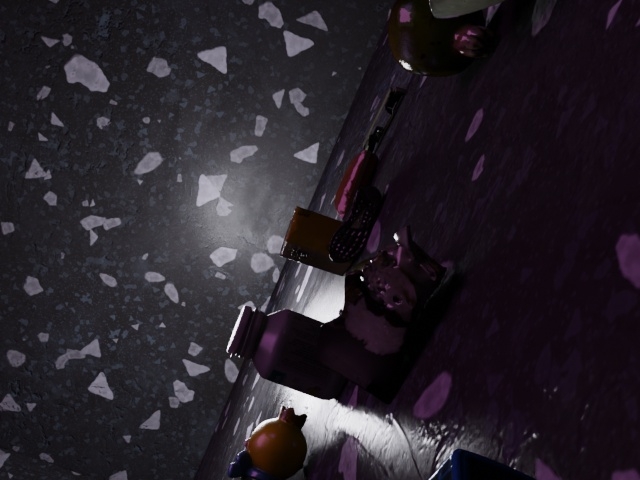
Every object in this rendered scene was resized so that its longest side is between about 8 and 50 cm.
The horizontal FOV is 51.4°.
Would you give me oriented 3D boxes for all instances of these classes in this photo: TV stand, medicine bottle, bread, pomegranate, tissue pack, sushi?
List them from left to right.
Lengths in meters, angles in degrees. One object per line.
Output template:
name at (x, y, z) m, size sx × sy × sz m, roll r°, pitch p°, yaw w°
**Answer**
medicine bottle at (-0.056, 0.200, 1.226) m, size 0.135 × 0.215 × 0.135 m, roll -159°, pitch 90°, yaw -82°
tissue pack at (0.000, 0.000, 1.595) m, size 0.082 × 0.169 × 0.120 m, roll 112°, pitch 175°, yaw -52°
bread at (0.088, -0.146, 1.771) m, size 0.119 × 0.067 × 0.192 m, roll -138°, pitch 70°, yaw -82°
TV stand at (0.160, -0.306, 1.821) m, size 0.036 × 0.042 × 0.249 m, roll -87°, pitch 20°, yaw -57°
sushi at (0.097, 0.077, 0.913) m, size 0.109 × 0.134 × 0.272 m, roll -28°, pitch -39°, yaw -49°
pomegranate at (0.220, -0.364, 1.162) m, size 0.210 × 0.180 × 0.179 m, roll 34°, pitch 106°, yaw 43°

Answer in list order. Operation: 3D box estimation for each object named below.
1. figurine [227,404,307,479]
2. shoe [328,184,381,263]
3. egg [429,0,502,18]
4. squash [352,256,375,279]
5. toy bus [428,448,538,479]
figurine at (-0.091, 0.432, 1.246) m, size 0.185 × 0.128 × 0.234 m, roll 74°, pitch -152°, yaw -61°
shoe at (0.083, -0.036, 1.520) m, size 0.194 × 0.074 × 0.077 m, roll -64°, pitch -4°, yaw 9°
egg at (0.263, -0.466, 0.912) m, size 0.337 × 0.201 × 0.336 m, roll 11°, pitch -90°, yaw -72°
squash at (0.095, 0.059, 1.123) m, size 0.252 × 0.066 × 0.066 m, roll 146°, pitch 145°, yaw -77°
toy bus at (0.093, 0.253, 0.498) m, size 0.106 × 0.090 × 0.184 m, roll -78°, pitch 14°, yaw -57°
